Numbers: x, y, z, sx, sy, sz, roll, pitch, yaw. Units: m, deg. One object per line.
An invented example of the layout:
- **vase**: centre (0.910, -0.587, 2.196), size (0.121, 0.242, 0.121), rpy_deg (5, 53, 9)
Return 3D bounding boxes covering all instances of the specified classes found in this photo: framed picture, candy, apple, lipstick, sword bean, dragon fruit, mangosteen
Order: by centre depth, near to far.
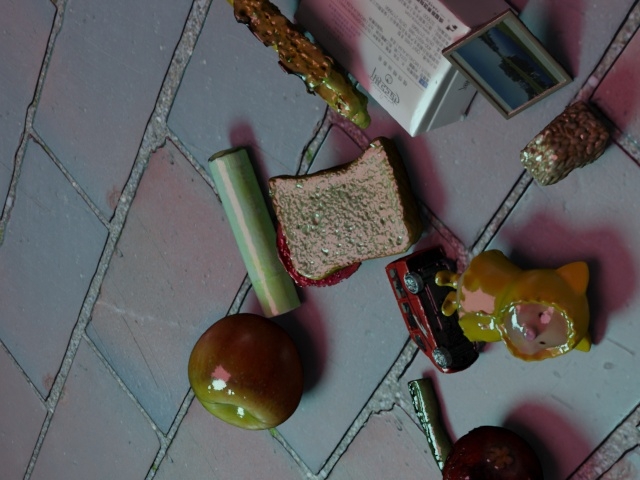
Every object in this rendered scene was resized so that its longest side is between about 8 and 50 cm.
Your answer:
- **framed picture**: centre (0.246, -0.229, 1.610), size (0.109, 0.011, 0.149), rpy_deg (-31, 128, 29)
- **candy**: centre (0.319, -0.126, 1.611), size (0.085, 0.110, 0.095), rpy_deg (51, 153, 16)
- **mangosteen**: centre (0.264, 0.375, 1.869), size (0.166, 0.166, 0.180), rpy_deg (39, 159, 29)
- **sword bean**: centre (0.202, 0.350, 2.008), size (0.269, 0.038, 0.043), rpy_deg (69, 165, -3)
- **dragon fruit**: centre (0.000, 0.000, 2.023), size (0.111, 0.153, 0.153), rpy_deg (56, -170, -89)
- **lipstick**: centre (-0.116, -0.016, 2.148), size (0.076, 0.076, 0.304), rpy_deg (-14, 96, 49)
- **apple**: centre (-0.129, 0.232, 2.191), size (0.210, 0.173, 0.235), rpy_deg (18, 152, 0)

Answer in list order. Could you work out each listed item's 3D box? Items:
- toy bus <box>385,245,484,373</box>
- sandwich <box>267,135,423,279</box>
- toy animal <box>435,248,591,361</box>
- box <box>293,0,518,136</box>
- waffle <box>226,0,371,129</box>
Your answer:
- **toy bus**: centre (0.173, 0.111, 1.895), size (0.089, 0.081, 0.195), rpy_deg (-18, 94, 59)
- **sandwich**: centre (0.039, -0.046, 1.905), size (0.215, 0.065, 0.186), rpy_deg (-16, 90, 23)
- **toy animal**: centre (0.274, 0.089, 1.740), size (0.230, 0.156, 0.156), rpy_deg (12, 116, 32)
- **box**: centre (0.115, -0.315, 1.725), size (0.274, 0.116, 0.203), rpy_deg (47, 137, 22)
- **waffle**: centre (-0.044, -0.290, 1.806), size (0.060, 0.307, 0.312), rpy_deg (-46, 58, 8)
